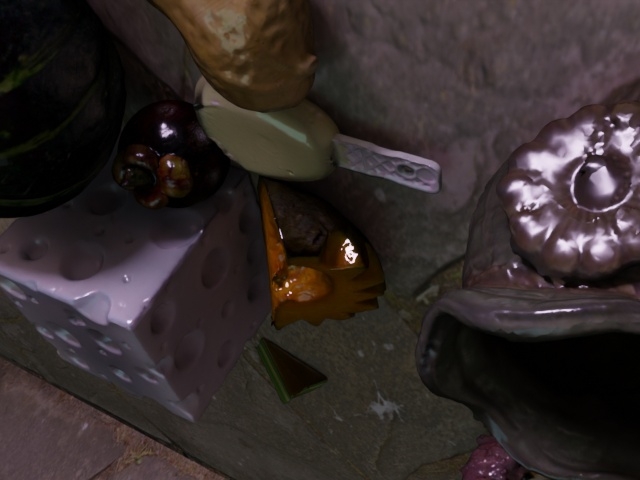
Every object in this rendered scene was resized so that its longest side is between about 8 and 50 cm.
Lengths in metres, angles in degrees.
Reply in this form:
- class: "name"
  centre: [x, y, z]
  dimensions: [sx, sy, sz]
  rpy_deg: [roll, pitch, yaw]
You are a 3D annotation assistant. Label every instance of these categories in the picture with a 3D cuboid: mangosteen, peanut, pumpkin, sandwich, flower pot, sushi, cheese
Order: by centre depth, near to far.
- class: "flower pot"
  centre: [0.233, 0.049, 0.564]
  dimensions: [0.302, 0.213, 0.302]
  rpy_deg: [25, 152, 14]
- class: "peanut"
  centre: [-0.091, -0.211, 0.595]
  dimensions: [0.117, 0.101, 0.263]
  rpy_deg: [-28, 117, 30]
- class: "cheese"
  centre: [-0.002, -0.091, 0.745]
  dimensions: [0.255, 0.050, 0.127]
  rpy_deg: [20, 150, 21]
- class: "pumpkin"
  centre: [-0.352, -0.169, 0.765]
  dimensions: [0.323, 0.241, 0.323]
  rpy_deg: [25, 146, 19]
- class: "mangosteen"
  centre: [-0.167, -0.087, 0.828]
  dimensions: [0.140, 0.140, 0.140]
  rpy_deg: [24, 151, 14]
- class: "pumpkin"
  centre: [0.000, 0.000, 0.872]
  dimensions: [0.130, 0.149, 0.254]
  rpy_deg: [-8, 157, -8]
- class: "sushi"
  centre: [0.295, 0.396, 1.114]
  dimensions: [0.107, 0.161, 0.241]
  rpy_deg: [-7, 133, 48]
- class: "sandwich"
  centre: [-0.052, 0.215, 1.337]
  dimensions: [0.116, 0.074, 0.074]
  rpy_deg: [62, 156, 13]

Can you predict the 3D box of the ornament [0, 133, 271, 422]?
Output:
- class: "ornament"
  centre: [-0.221, 0.042, 0.977]
  dimensions: [0.240, 0.239, 0.239]
  rpy_deg: [18, 149, 24]
